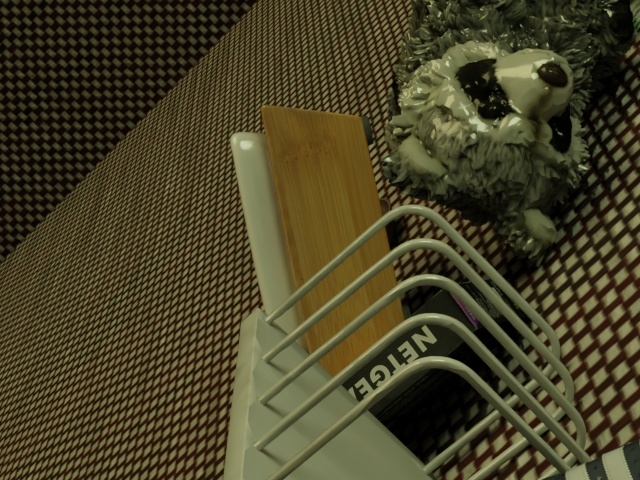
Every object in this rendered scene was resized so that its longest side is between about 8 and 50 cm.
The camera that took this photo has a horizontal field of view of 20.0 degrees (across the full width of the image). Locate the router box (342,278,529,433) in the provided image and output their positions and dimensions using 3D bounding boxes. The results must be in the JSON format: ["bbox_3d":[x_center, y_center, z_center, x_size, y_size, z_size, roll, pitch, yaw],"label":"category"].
[{"bbox_3d":[0.070,0.102,1.424,0.179,0.046,0.133,-42,-15,19],"label":"router box"}]

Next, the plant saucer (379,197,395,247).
[{"bbox_3d":[0.022,0.027,1.891,0.168,0.029,0.168,-43,16,16],"label":"plant saucer"}]

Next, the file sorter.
[{"bbox_3d":[0.067,0.123,1.212,0.173,0.193,0.277,-41,16,15],"label":"file sorter"}]

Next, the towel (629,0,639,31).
[{"bbox_3d":[0.309,-0.249,1.808,0.152,0.023,0.113,-54,17,-24],"label":"towel"}]

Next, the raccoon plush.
[{"bbox_3d":[0.145,-0.075,1.672,0.446,0.216,0.299,98,-171,-63],"label":"raccoon plush"}]

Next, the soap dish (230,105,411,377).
[{"bbox_3d":[0.000,0.000,1.567,0.118,0.229,0.291,-12,0,0],"label":"soap dish"}]

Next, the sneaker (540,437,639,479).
[{"bbox_3d":[0.196,0.128,1.006,0.282,0.099,0.153,-20,35,47],"label":"sneaker"}]
